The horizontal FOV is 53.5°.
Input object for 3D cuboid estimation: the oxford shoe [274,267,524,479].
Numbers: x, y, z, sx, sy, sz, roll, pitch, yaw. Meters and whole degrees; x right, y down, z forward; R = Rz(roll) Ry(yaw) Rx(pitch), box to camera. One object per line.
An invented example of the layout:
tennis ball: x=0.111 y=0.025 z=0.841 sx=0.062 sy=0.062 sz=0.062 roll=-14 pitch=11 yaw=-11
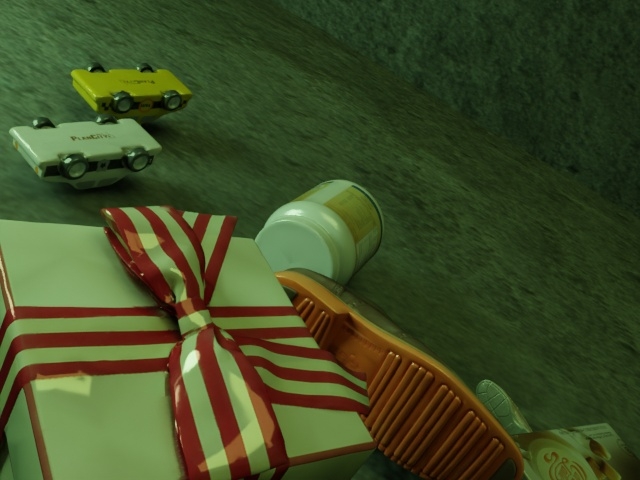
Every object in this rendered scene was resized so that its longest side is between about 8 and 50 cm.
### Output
oxford shoe: x=0.086 y=0.146 z=0.751 sx=0.363 sy=0.130 sz=0.133 roll=39 pitch=24 yaw=13

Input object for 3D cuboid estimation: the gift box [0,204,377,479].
gift box: x=-0.125 y=0.126 z=0.496 sx=0.276 sy=0.258 sz=0.255 roll=-1 pitch=43 yaw=-44

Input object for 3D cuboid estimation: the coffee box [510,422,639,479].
coffee box: x=0.307 y=0.316 z=0.784 sx=0.246 sy=0.098 sz=0.141 roll=8 pitch=36 yaw=-37

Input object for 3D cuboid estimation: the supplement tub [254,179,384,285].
supplement tub: x=0.000 y=0.000 z=0.934 sx=0.144 sy=0.144 sz=0.199 roll=37 pitch=29 yaw=9

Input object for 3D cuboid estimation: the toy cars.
toy cars: x=-0.318 y=-0.170 z=0.962 sx=0.176 sy=0.087 sz=0.394 roll=20 pitch=33 yaw=-10

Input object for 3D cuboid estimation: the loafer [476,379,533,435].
loafer: x=0.270 y=0.256 z=0.911 sx=0.125 sy=0.045 sz=0.039 roll=56 pitch=19 yaw=26
